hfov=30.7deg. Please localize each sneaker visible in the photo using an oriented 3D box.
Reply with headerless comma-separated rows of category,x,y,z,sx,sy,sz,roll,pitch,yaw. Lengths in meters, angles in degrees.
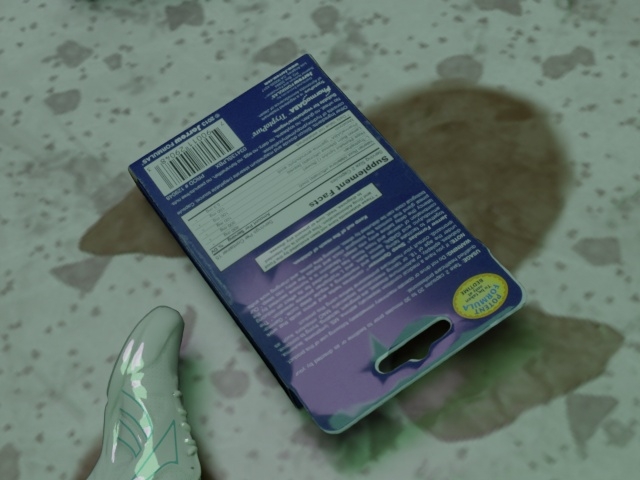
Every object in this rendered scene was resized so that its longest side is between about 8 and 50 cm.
sneaker,-0.088,0.109,0.621,0.061,0.053,0.152,9,67,6

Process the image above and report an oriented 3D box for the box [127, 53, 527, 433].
box,0.000,0.000,0.674,0.136,0.036,0.225,-33,57,-9
